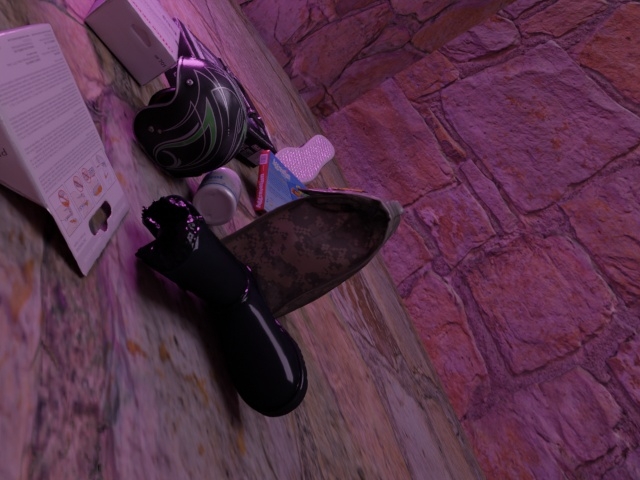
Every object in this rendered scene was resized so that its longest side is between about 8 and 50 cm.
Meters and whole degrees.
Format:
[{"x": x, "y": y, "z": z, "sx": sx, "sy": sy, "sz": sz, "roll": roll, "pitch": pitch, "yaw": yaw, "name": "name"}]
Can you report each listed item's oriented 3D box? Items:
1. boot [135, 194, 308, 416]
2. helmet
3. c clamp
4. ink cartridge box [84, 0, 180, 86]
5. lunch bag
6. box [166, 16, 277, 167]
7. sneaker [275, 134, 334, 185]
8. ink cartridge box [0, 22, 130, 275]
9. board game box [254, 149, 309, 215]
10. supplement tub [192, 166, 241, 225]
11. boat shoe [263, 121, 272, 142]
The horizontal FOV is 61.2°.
[{"x": -0.122, "y": 0.077, "z": 0.645, "sx": 0.246, "sy": 0.094, "sz": 0.207, "roll": 61, "pitch": 5, "yaw": 39, "name": "boot"}, {"x": -0.193, "y": -0.192, "z": 0.842, "sx": 0.169, "sy": 0.161, "sz": 0.169, "roll": 57, "pitch": 11, "yaw": -18, "name": "helmet"}, {"x": -0.179, "y": -0.328, "z": 1.240, "sx": 0.161, "sy": 0.022, "sz": 0.137, "roll": 59, "pitch": 6, "yaw": 2, "name": "c clamp"}, {"x": -0.322, "y": -0.379, "z": 0.952, "sx": 0.140, "sy": 0.082, "sz": 0.191, "roll": 52, "pitch": 15, "yaw": -36, "name": "ink cartridge box"}, {"x": 0.000, "y": 0.000, "z": 0.907, "sx": 0.169, "sy": 0.287, "sz": 0.235, "roll": 61, "pitch": 12, "yaw": 3, "name": "lunch bag"}, {"x": -0.232, "y": -0.318, "z": 1.223, "sx": 0.242, "sy": 0.076, "sz": 0.307, "roll": 63, "pitch": 11, "yaw": 16, "name": "box"}, {"x": -0.074, "y": -0.210, "z": 1.598, "sx": 0.126, "sy": 0.127, "sz": 0.321, "roll": 54, "pitch": 36, "yaw": -2, "name": "sneaker"}, {"x": -0.280, "y": -0.094, "z": 0.549, "sx": 0.181, "sy": 0.056, "sz": 0.225, "roll": -97, "pitch": 174, "yaw": -64, "name": "ink cartridge box"}, {"x": -0.079, "y": -0.092, "z": 1.314, "sx": 0.281, "sy": 0.027, "sz": 0.145, "roll": 41, "pitch": 51, "yaw": -62, "name": "board game box"}, {"x": -0.169, "y": -0.074, "z": 0.897, "sx": 0.071, "sy": 0.071, "sz": 0.107, "roll": 56, "pitch": 11, "yaw": -22, "name": "supplement tub"}, {"x": -0.179, "y": -0.299, "z": 1.412, "sx": 0.228, "sy": 0.079, "sz": 0.081, "roll": 60, "pitch": 15, "yaw": 16, "name": "boat shoe"}]
